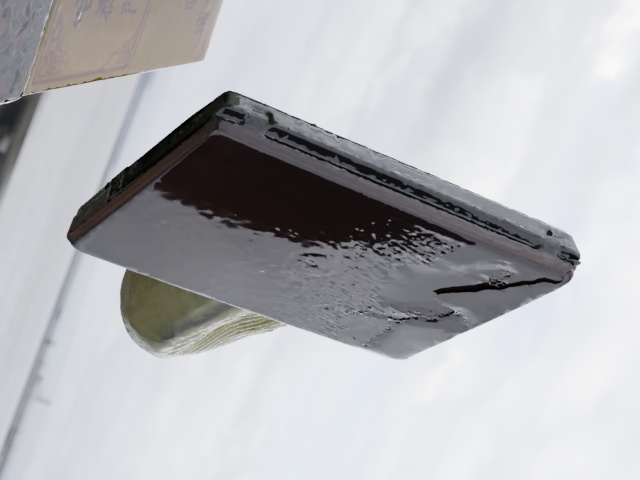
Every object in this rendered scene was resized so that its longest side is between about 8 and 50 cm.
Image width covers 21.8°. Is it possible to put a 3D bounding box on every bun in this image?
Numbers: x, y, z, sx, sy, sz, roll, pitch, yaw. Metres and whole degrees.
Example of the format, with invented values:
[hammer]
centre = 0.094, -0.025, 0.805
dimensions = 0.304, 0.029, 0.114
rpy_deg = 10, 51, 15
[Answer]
[bun]
centre = -0.086, 0.021, 1.462
dimensions = 0.127, 0.222, 0.222
rpy_deg = 68, -21, 13

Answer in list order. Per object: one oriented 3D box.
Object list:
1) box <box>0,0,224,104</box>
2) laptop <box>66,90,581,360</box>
[box]
centre = -0.155, -0.230, 1.016
dimensions = 0.264, 0.116, 0.415
rpy_deg = -69, 167, 15
[laptop]
centre = 0.000, 0.000, 0.803
dimensions = 0.154, 0.207, 0.026
rpy_deg = -31, -135, 49
